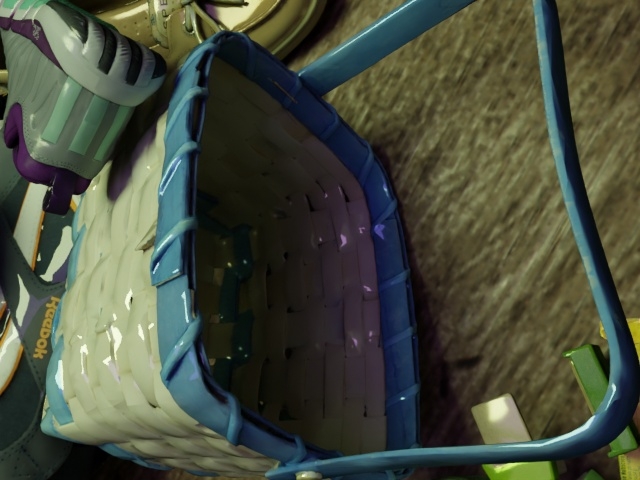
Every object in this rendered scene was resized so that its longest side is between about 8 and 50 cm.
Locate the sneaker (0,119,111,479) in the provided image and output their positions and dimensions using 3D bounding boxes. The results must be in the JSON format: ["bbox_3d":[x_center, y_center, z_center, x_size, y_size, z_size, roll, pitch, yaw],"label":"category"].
[{"bbox_3d":[-0.172,0.062,0.521,0.128,0.126,0.320,-7,80,3],"label":"sneaker"}]

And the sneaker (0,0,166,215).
[{"bbox_3d":[-0.163,-0.092,0.441,0.098,0.083,0.224,-62,32,8],"label":"sneaker"}]

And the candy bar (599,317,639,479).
[{"bbox_3d":[0.182,0.122,0.419,0.040,0.018,0.161,-7,82,28],"label":"candy bar"}]

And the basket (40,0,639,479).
[{"bbox_3d":[0.000,0.000,0.404,0.289,0.201,0.254,-23,53,35],"label":"basket"}]

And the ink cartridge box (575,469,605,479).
[{"bbox_3d":[0.156,0.284,0.350,0.273,0.115,0.198,44,110,23],"label":"ink cartridge box"}]

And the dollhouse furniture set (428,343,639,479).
[{"bbox_3d":[0.095,0.114,0.428,0.152,0.076,0.058,-28,70,21],"label":"dollhouse furniture set"}]

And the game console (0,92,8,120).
[{"bbox_3d":[-0.295,0.062,0.640,0.213,0.044,0.361,-28,73,22],"label":"game console"}]

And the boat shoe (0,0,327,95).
[{"bbox_3d":[-0.131,-0.156,0.559,0.285,0.089,0.104,-16,77,23],"label":"boat shoe"}]
